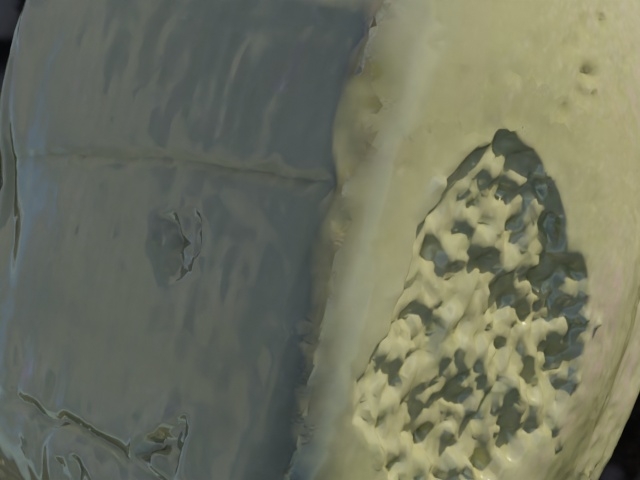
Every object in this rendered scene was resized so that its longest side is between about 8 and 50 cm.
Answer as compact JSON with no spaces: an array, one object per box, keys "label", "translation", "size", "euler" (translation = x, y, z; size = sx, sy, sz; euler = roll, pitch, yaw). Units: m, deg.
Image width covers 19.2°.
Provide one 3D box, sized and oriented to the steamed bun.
[{"label":"steamed bun","translation":[0.000,0.000,1.067],"size":[0.371,0.290,0.455],"euler":[22,99,48]}]
